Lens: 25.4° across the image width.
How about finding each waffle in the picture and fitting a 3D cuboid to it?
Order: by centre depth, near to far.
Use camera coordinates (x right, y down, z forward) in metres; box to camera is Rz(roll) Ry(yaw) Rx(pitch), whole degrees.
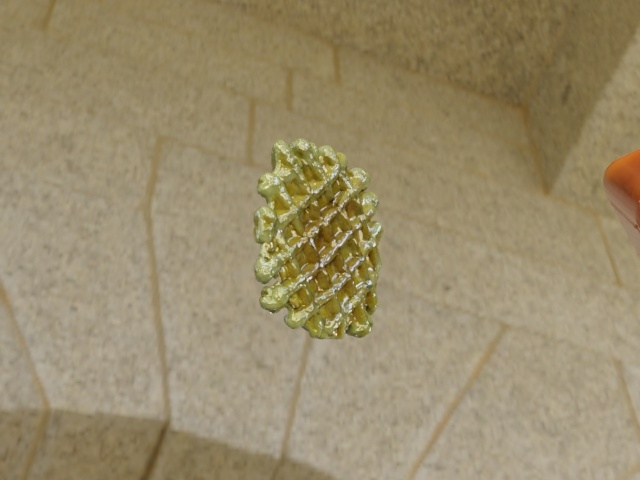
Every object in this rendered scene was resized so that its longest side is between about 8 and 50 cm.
[{"bbox_3d":[0.000,0.000,1.301,0.036,0.183,0.169,-12,-20,39],"label":"waffle"}]

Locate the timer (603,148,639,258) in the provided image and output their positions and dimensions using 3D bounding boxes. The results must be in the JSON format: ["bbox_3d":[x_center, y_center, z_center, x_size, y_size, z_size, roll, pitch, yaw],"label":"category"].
[{"bbox_3d":[0.450,-0.006,1.397,0.250,0.161,0.257,-28,-82,5],"label":"timer"}]
